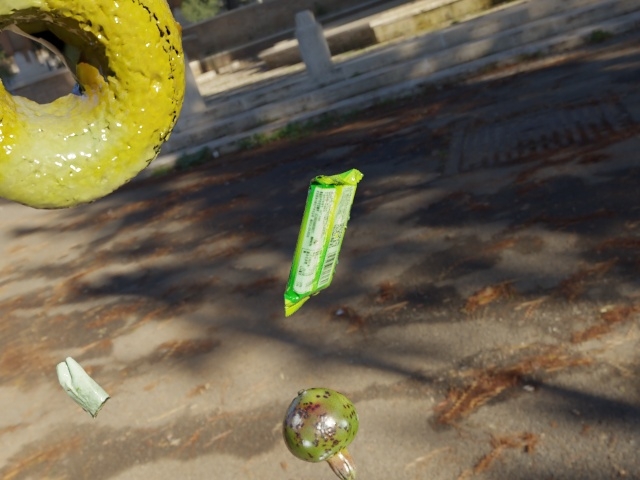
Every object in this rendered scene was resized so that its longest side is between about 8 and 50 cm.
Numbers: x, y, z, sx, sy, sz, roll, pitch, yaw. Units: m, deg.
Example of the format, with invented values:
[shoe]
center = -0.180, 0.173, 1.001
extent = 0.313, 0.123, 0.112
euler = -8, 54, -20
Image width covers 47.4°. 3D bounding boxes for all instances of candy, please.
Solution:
[candy]
center = -0.001, 0.000, 0.883
extent = 0.032, 0.178, 0.102
euler = 23, 20, 25

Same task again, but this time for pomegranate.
[pomegranate]
center = 0.000, 0.179, 0.670
extent = 0.073, 0.073, 0.085
euler = -17, 53, 9

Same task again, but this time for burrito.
[burrito]
center = -0.438, 0.269, 1.333
extent = 0.074, 0.118, 0.044
euler = -42, 4, 43

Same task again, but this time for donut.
[donut]
center = -0.236, -0.144, 0.610
extent = 0.271, 0.272, 0.107
euler = -22, 32, -12
